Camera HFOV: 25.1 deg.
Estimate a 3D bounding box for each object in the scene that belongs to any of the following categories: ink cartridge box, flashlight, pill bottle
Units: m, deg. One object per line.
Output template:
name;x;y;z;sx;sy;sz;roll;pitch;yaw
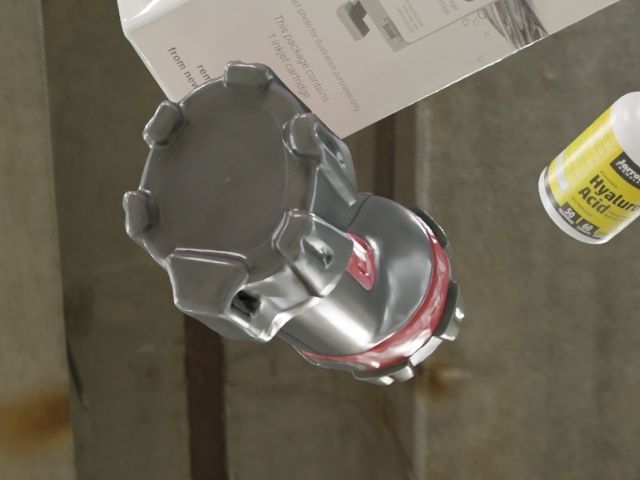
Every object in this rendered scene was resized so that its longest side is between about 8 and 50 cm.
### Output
ink cartridge box;0.040;-0.182;0.725;0.283;0.207;0.117;-26;-48;9
flashlight;0.000;0.000;0.661;0.103;0.304;0.103;-39;-109;1
pill bottle;0.197;-0.054;0.916;0.065;0.065;0.116;20;-43;-22
